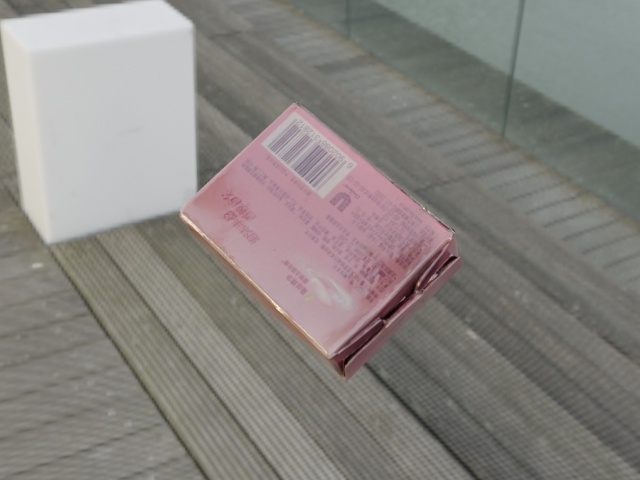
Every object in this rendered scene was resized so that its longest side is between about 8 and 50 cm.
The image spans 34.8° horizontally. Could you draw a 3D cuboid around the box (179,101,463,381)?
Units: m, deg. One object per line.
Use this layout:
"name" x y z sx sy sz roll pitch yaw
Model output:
"box" 0.000 0.000 0.640 0.111 0.060 0.156 -43 65 -7
